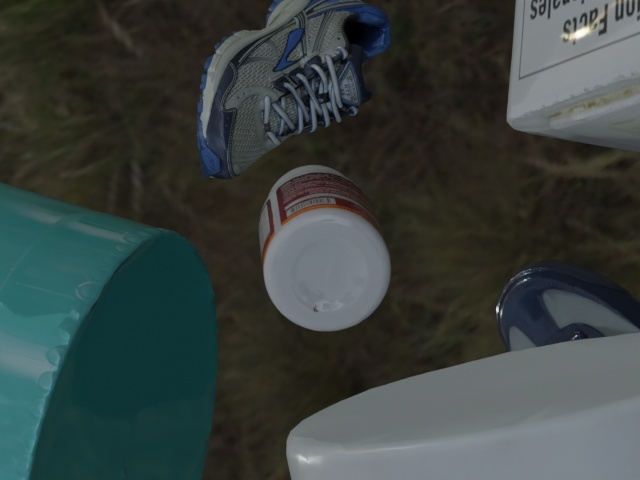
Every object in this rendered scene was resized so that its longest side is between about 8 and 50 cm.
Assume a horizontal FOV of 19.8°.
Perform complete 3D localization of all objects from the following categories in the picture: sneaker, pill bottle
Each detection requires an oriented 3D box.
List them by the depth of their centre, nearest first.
[{"bbox_3d":[0.066,0.141,0.386,0.131,0.131,0.229,-9,94,46],"label":"pill bottle"},{"bbox_3d":[-0.009,-0.072,0.808,0.058,0.135,0.052,13,134,21],"label":"sneaker"},{"bbox_3d":[0.227,0.141,1.303,0.319,0.131,0.112,48,119,18],"label":"sneaker"},{"bbox_3d":[0.000,0.000,1.802,0.121,0.221,0.121,-1,107,-3],"label":"pill bottle"}]

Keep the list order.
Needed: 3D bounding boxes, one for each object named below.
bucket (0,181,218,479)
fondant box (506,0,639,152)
[{"bbox_3d":[-0.177,0.097,0.917,0.183,0.281,0.281,11,122,16],"label":"bucket"},{"bbox_3d":[0.182,-0.174,0.467,0.096,0.238,0.330,167,110,-66],"label":"fondant box"}]
